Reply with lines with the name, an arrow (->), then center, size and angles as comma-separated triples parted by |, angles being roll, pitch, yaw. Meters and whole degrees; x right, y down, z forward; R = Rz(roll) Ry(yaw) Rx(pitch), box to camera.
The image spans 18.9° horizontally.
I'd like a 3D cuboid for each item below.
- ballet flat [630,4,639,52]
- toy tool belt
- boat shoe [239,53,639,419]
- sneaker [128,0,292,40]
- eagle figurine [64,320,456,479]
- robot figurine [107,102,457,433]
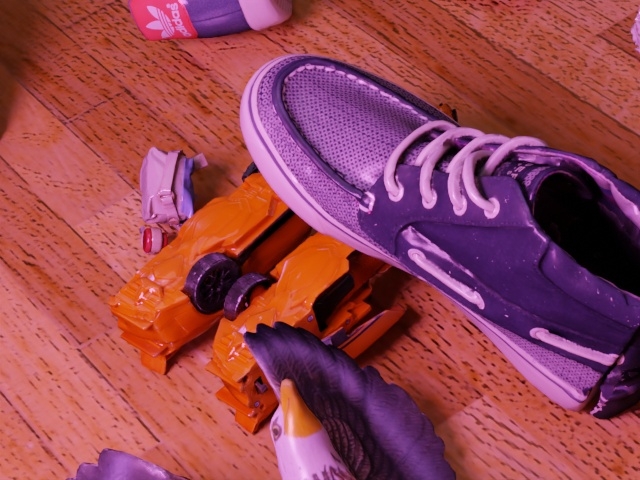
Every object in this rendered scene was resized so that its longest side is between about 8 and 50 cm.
ballet flat -> 0.354, -0.164, 1.471 | 0.241, 0.077, 0.091 | 5, 44, 21
toy tool belt -> -0.111, -0.030, 1.481 | 0.051, 0.052, 0.083 | 3, 72, -16
boat shoe -> 0.097, -0.038, 1.246 | 0.340, 0.158, 0.127 | 36, 64, 10
sneaker -> -0.116, -0.300, 1.728 | 0.148, 0.131, 0.350 | -16, 37, 9
eagle figurine -> 0.000, 0.175, 1.144 | 0.226, 0.225, 0.298 | 11, 1, -25
robot figurine -> 0.000, 0.000, 1.389 | 0.291, 0.085, 0.211 | -40, 47, -25
